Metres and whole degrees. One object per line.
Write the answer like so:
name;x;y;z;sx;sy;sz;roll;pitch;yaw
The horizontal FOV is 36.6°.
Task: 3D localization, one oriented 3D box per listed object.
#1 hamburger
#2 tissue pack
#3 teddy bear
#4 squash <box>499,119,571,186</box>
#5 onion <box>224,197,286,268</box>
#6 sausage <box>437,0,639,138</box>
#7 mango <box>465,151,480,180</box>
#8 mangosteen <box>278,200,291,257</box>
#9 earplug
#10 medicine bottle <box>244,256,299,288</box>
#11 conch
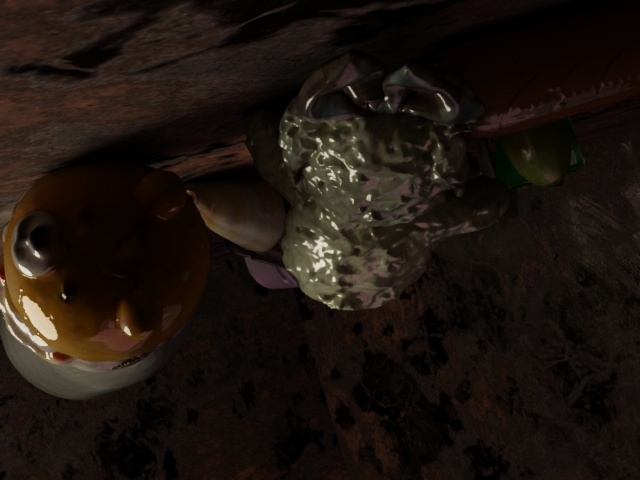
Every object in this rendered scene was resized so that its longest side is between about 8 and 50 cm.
hamburger;-0.258;0.027;1.174;0.276;0.276;0.237;-16;180;-23
tissue pack;0.457;-0.196;2.187;0.209;0.148;0.156;-17;176;-6
teddy bear;0.074;-0.112;1.154;0.327;0.362;0.375;15;-148;7
squash;0.373;-0.178;1.688;0.123;0.186;0.123;-21;-177;1
onion;-0.021;-0.014;2.005;0.349;0.159;0.267;22;169;-32
sausage;0.281;-0.203;1.128;0.304;0.121;0.121;-17;178;-9
mango;0.273;-0.148;2.297;0.195;0.142;0.332;-19;169;24
mangosteen;0.030;-0.016;1.758;0.217;0.192;0.192;-8;176;-14
earplug;-0.394;0.115;1.725;0.313;0.312;0.394;-15;175;-26
medicine bottle;0.000;0.000;2.331;0.325;0.256;0.256;-6;-176;35
conch;-0.148;-0.067;1.655;0.158;0.127;0.255;28;178;27
